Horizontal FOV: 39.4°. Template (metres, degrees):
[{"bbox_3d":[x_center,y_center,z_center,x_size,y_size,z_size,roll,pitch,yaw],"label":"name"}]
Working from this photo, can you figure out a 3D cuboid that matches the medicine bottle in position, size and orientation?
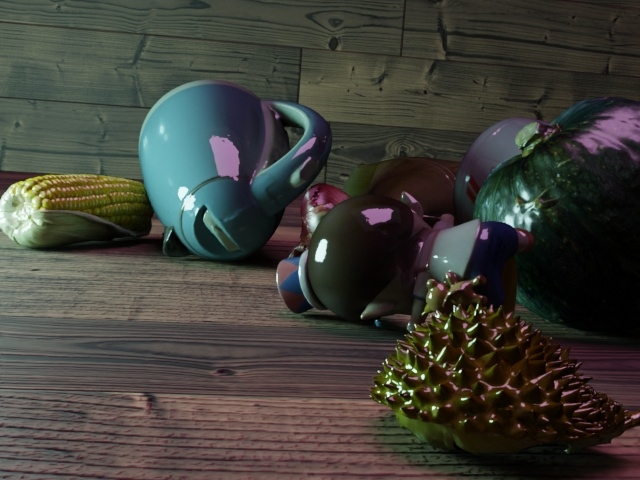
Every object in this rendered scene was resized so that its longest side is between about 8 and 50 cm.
[{"bbox_3d":[0.397,-0.059,1.455,0.245,0.245,0.306,-1,17,-37],"label":"medicine bottle"}]

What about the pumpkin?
[{"bbox_3d":[0.340,-0.027,1.041,0.263,0.293,0.197,44,6,-9],"label":"pumpkin"}]

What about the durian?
[{"bbox_3d":[0.138,0.099,0.615,0.208,0.102,0.146,9,2,8],"label":"durian"}]

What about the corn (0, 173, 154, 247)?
[{"bbox_3d":[-0.389,-0.046,1.467,0.123,0.122,0.305,-24,-9,27],"label":"corn"}]

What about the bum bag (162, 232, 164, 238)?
[{"bbox_3d":[-0.195,-0.004,1.584,0.159,0.026,0.109,-4,10,-21],"label":"bum bag"}]

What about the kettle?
[{"bbox_3d":[-0.131,-0.114,1.434,0.319,0.247,0.342,-35,29,6],"label":"kettle"}]

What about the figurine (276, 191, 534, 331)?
[{"bbox_3d":[0.085,0.032,0.976,0.275,0.161,0.158,10,-32,25],"label":"figurine"}]

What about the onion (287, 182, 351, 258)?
[{"bbox_3d":[0.000,0.000,1.335,0.140,0.150,0.150,-31,-4,17],"label":"onion"}]

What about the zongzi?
[{"bbox_3d":[0.094,-0.074,1.728,0.447,0.181,0.418,8,8,43],"label":"zongzi"}]
